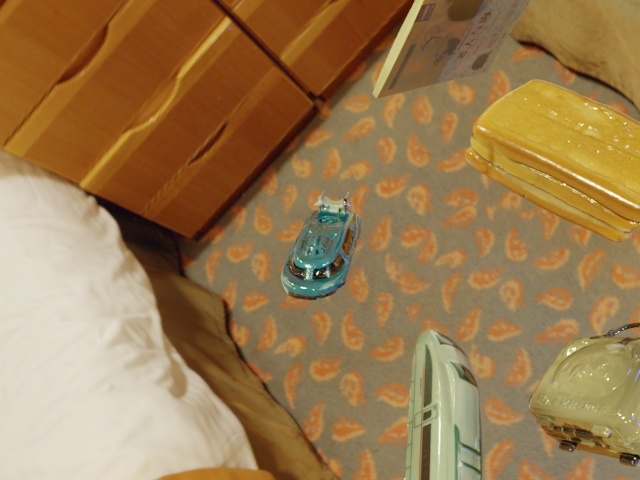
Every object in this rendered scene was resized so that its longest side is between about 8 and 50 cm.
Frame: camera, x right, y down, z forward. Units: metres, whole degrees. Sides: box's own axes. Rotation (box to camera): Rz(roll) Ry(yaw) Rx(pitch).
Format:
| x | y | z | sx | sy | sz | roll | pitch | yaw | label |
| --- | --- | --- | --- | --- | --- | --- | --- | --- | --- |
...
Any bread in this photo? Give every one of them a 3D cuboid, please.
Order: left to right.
| x | y | z | sx | sy | sz | roll | pitch | yaw | label |
| --- | --- | --- | --- | --- | --- | --- | --- | --- | --- |
| 0.248 | -0.077 | 0.657 | 0.200 | 0.077 | 0.116 | 34 | 53 | 28 | bread |

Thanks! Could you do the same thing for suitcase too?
| x | y | z | sx | sy | sz | roll | pitch | yaw | label |
| --- | --- | --- | --- | --- | --- | --- | --- | --- | --- |
| 0.685 | 0.331 | 1.598 | 0.339 | 0.194 | 0.351 | -48 | 12 | -20 | suitcase |

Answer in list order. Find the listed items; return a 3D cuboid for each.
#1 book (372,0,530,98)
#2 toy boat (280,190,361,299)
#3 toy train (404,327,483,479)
| x | y | z | sx | sy | sz | roll | pitch | yaw | label |
| --- | --- | --- | --- | --- | --- | --- | --- | --- | --- |
| 0.305 | -0.451 | 1.512 | 0.032 | 0.388 | 0.269 | 54 | 144 | 22 | book |
| 0.000 | 0.000 | 1.382 | 0.134 | 0.092 | 0.299 | 3 | 32 | 12 | toy boat |
| 0.175 | 0.273 | 0.942 | 0.088 | 0.086 | 0.407 | -44 | 24 | 41 | toy train |
